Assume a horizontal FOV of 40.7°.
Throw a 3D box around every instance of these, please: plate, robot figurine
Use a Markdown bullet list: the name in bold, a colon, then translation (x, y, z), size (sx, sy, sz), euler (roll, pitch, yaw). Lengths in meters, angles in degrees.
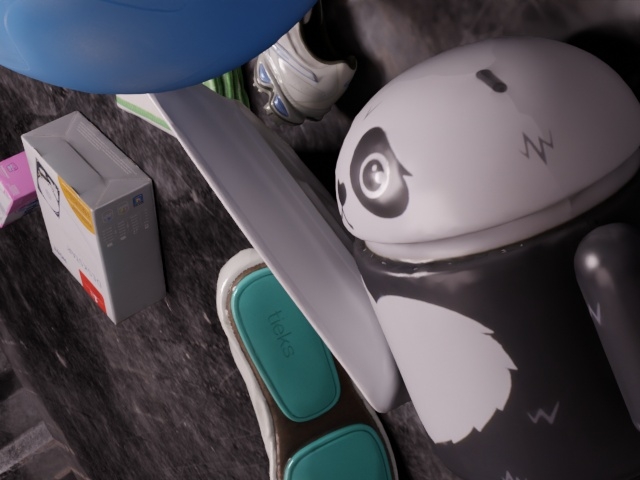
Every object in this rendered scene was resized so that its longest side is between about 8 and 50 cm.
- **plate**: translation (0.000, 0.000, 0.656), size (0.277, 0.045, 0.278), euler (52, -174, 15)
- **robot figurine**: translation (0.114, 0.028, 0.483), size (0.209, 0.173, 0.278), euler (-8, 113, 37)

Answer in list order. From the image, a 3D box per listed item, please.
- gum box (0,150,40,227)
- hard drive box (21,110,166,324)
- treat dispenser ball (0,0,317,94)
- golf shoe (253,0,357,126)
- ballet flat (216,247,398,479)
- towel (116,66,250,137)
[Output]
- **gum box**: translation (-0.457, -0.086, 1.345), size (0.062, 0.107, 0.188), euler (60, 152, -3)
- **hard drive box**: translation (-0.304, -0.029, 1.181), size (0.181, 0.089, 0.232), euler (41, 148, 30)
- **treat dispenser ball**: translation (-0.112, -0.226, 0.473), size (0.288, 0.288, 0.288), euler (38, 146, 32)
- **golf shoe**: translation (-0.034, -0.177, 0.654), size (0.086, 0.069, 0.176), euler (-34, 91, 42)
- **ballet flat**: translation (-0.014, 0.184, 0.919), size (0.139, 0.139, 0.400), euler (8, 120, 55)
- **towel**: translation (-0.166, -0.241, 0.807), size (0.248, 0.038, 0.324), euler (30, 142, 42)
